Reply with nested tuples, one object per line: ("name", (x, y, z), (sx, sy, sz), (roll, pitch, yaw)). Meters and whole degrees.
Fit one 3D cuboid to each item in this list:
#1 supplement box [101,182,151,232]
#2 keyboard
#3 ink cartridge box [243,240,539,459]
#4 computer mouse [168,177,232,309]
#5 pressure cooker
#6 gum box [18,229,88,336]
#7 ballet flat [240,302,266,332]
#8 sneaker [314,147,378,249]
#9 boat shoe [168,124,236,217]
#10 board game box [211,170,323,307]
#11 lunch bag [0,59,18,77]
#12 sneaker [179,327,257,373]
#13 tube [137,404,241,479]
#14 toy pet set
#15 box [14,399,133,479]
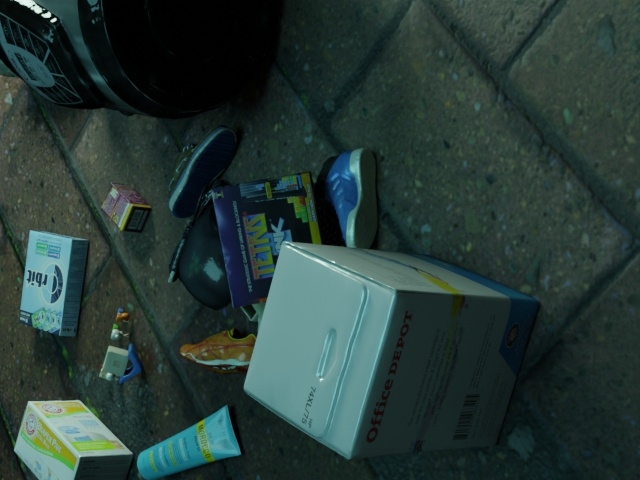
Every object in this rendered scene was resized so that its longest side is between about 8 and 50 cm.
("supplement box", (-0.345, -0.058, 1.925), (0.083, 0.043, 0.055), (43, 116, 38))
("keyboard", (0.000, 0.000, 1.586), (0.180, 0.023, 0.108), (46, 117, 39))
("ink cartridge box", (0.086, 0.127, 1.309), (0.197, 0.270, 0.198), (24, 102, 44))
("computer mouse", (-0.184, 0.017, 1.666), (0.188, 0.072, 0.272), (-66, 23, 12))
("pressure cooker", (-0.323, -0.383, 1.708), (0.420, 0.375, 0.370), (16, 96, 42))
("gum box", (-0.513, 0.080, 2.081), (0.157, 0.041, 0.184), (8, 91, 45))
("ballet flat", (-0.072, 0.100, 1.608), (0.248, 0.086, 0.086), (49, 119, 47))
("sneaker", (0.032, -0.051, 1.531), (0.084, 0.058, 0.152), (-9, 75, 39))
("boat shoe", (-0.204, -0.124, 1.774), (0.183, 0.066, 0.066), (-53, 47, 25))
("board game box", (-0.068, -0.002, 1.519), (0.141, 0.048, 0.170), (-10, 95, 2))
("lunch bag", (-0.560, -0.452, 2.102), (0.235, 0.169, 0.287), (7, 98, 42))
("sneaker", (-0.152, 0.173, 1.706), (0.175, 0.064, 0.067), (-2, 64, 40))
("tube", (-0.209, 0.335, 1.749), (0.207, 0.052, 0.080), (-28, 76, 33))
("toy pet set", (-0.340, 0.195, 1.899), (0.114, 0.065, 0.122), (-128, 55, -77))
("box", (-0.441, 0.375, 1.926), (0.203, 0.114, 0.103), (31, 107, 44))
